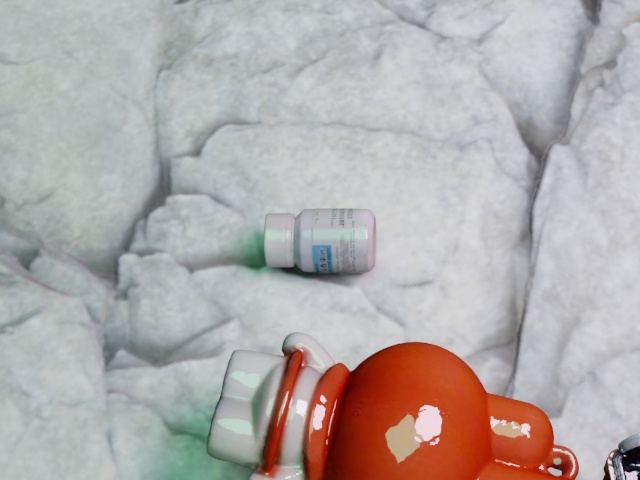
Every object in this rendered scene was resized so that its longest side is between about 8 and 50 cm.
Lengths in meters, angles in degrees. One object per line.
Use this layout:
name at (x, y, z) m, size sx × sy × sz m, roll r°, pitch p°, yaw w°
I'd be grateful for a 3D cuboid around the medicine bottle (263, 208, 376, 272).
medicine bottle at (0.000, 0.000, 1.365) m, size 0.089 × 0.052 × 0.052 m, roll 0°, pitch 64°, yaw 6°

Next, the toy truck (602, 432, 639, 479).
toy truck at (0.301, 0.182, 1.228) m, size 0.192 × 0.092 × 0.083 m, roll -9°, pitch 63°, yaw -8°

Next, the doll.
doll at (0.064, 0.154, 1.242) m, size 0.290 × 0.130 × 0.161 m, roll 13°, pitch 63°, yaw 5°
